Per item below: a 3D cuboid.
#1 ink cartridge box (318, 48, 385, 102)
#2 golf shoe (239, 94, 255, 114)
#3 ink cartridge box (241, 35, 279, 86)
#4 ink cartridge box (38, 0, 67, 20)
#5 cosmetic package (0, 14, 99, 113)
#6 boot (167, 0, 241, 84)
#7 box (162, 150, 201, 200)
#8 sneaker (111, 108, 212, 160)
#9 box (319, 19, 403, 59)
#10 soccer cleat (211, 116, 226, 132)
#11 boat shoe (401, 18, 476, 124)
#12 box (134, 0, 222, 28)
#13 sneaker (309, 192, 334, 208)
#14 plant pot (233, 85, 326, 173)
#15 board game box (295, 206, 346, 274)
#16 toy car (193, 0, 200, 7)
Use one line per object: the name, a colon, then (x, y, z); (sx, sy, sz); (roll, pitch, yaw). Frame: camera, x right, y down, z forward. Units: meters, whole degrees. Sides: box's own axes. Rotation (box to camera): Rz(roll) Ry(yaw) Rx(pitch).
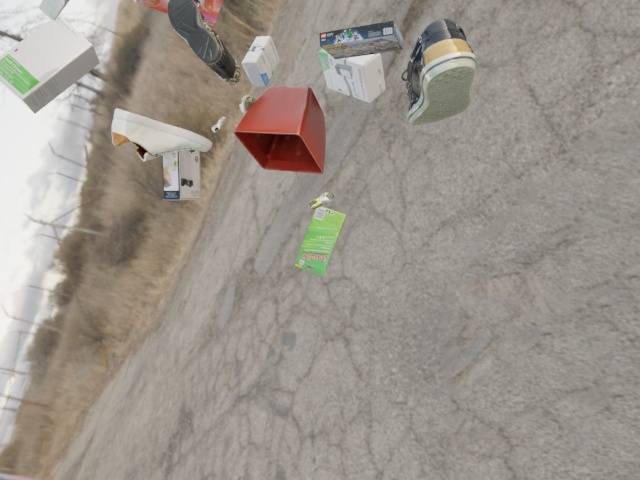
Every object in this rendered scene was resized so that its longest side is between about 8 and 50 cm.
ink cartridge box: (0.150, -0.801, 2.204); (0.289, 0.211, 0.121); (32, 68, 35)
golf shoe: (-0.280, -0.500, 1.770); (0.069, 0.086, 0.176); (-59, -13, -9)
ink cartridge box: (-0.277, -0.841, 2.192); (0.082, 0.139, 0.190); (6, 60, 22)
ink cartridge box: (-0.681, -0.740, 1.295); (0.225, 0.056, 0.180); (-19, 48, 36)
cosmetic package: (-1.145, -0.736, 1.951); (0.365, 0.197, 0.155); (-49, 5, -15)
boot: (-0.321, -0.554, 1.304); (0.085, 0.236, 0.178); (-34, -12, 7)
box: (-0.602, -0.319, 2.028); (0.169, 0.087, 0.289); (-14, -74, -73)
sneaker: (-0.459, -0.281, 1.352); (0.106, 0.290, 0.122); (22, 100, 49)
box: (0.131, -0.626, 1.465); (0.159, 0.233, 0.044); (-19, -72, -70)
soccer cleat: (-0.443, -0.508, 2.050); (0.083, 0.029, 0.035); (-39, 63, 10)
boat shoe: (0.333, -0.454, 1.332); (0.500, 0.187, 0.155); (26, -129, -80)
box: (-0.524, -0.899, 1.684); (0.154, 0.300, 0.142); (49, 125, 36)
sneaker: (0.003, -0.123, 1.444); (0.035, 0.083, 0.031); (85, 162, -80)
plant pot: (-0.120, -0.423, 1.741); (0.268, 0.267, 0.235); (7, 70, 22)
board game box: (0.000, 0.000, 1.854); (0.039, 0.124, 0.259); (53, -122, -78)
toy car: (-0.387, -0.852, 1.409); (0.239, 0.053, 0.224); (-32, 78, 39)
